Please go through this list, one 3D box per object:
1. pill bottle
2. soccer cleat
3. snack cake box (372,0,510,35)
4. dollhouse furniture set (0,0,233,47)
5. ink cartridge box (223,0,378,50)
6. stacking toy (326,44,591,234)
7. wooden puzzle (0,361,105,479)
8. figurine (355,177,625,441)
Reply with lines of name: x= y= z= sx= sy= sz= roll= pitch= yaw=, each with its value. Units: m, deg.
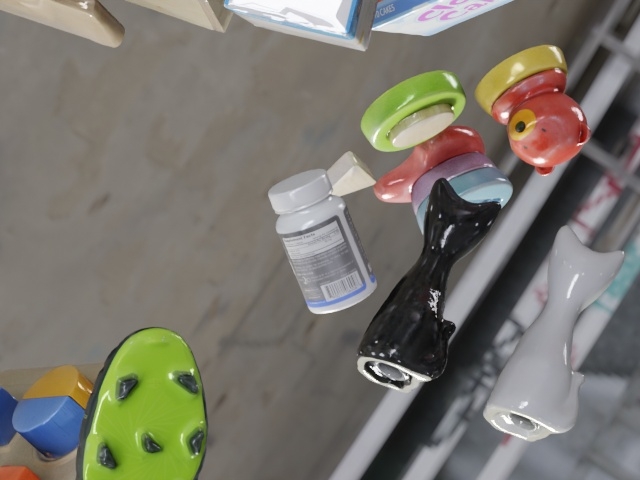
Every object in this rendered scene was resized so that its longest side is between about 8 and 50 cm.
pill bottle: x=0.000 y=0.000 z=1.854 sx=0.078 sy=0.078 sz=0.137 roll=-37 pitch=110 yaw=-46
soccer cleat: x=-0.088 y=0.122 z=0.794 sx=0.060 sy=0.072 sz=0.178 roll=-1 pitch=102 yaw=-27
snack cake box: x=0.145 y=-0.268 z=1.322 sx=0.264 sy=0.152 sz=0.089 roll=-20 pitch=170 yaw=35
dollhouse furniture set: x=-0.199 y=-0.345 z=1.380 sx=0.394 sy=0.257 sz=0.362 roll=60 pitch=51 yaw=-70
ink cartridge box: x=-0.005 y=-0.190 z=1.254 sx=0.143 sy=0.090 sz=0.092 roll=-7 pitch=110 yaw=-84
stacking toy: x=0.165 y=-0.090 z=2.191 sx=0.280 sy=0.130 sz=0.309 roll=-11 pitch=153 yaw=-36
wooden puzzle: x=-0.346 y=0.239 z=1.882 sx=0.080 sy=0.322 sz=0.348 roll=52 pitch=54 yaw=-24
figurine: x=0.169 y=0.062 z=1.709 sx=0.092 sy=0.215 sz=0.209 roll=91 pitch=21 yaw=-70
